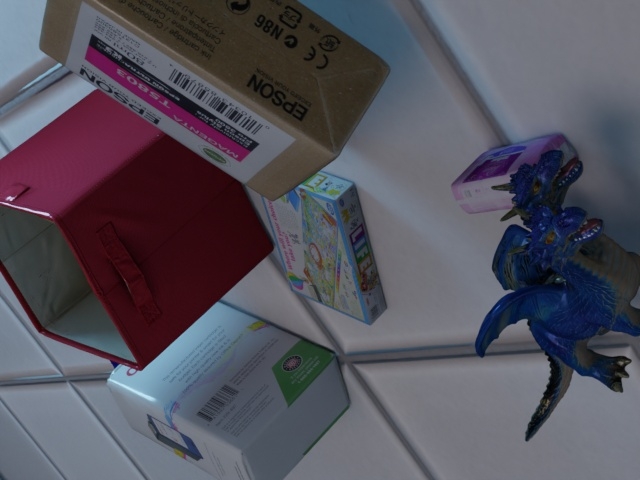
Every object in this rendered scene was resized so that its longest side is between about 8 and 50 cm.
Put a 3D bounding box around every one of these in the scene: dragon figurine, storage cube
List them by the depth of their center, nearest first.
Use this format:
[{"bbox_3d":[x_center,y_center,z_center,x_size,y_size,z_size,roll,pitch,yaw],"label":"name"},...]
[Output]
[{"bbox_3d":[0.157,0.042,0.873,0.144,0.085,0.289,17,149,-5],"label":"dragon figurine"},{"bbox_3d":[-0.198,-0.019,1.212,0.215,0.193,0.184,12,136,46],"label":"storage cube"}]

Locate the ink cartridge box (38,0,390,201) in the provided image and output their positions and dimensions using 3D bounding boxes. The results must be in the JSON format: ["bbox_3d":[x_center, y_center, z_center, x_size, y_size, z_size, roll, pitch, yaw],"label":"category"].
[{"bbox_3d":[-0.088,-0.138,0.936,0.234,0.088,0.193,32,164,-8],"label":"ink cartridge box"}]

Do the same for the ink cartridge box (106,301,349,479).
[{"bbox_3d":[-0.100,0.163,1.344,0.212,0.154,0.093,22,143,36],"label":"ink cartridge box"}]

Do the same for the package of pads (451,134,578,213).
[{"bbox_3d":[0.137,-0.046,0.886,0.083,0.050,0.032,-9,119,55],"label":"package of pads"}]

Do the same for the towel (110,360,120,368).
[{"bbox_3d":[-0.247,0.071,1.504,0.227,0.076,0.308,8,133,47],"label":"towel"}]

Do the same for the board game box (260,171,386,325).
[{"bbox_3d":[0.000,0.000,1.145,0.103,0.026,0.154,22,143,37],"label":"board game box"}]
